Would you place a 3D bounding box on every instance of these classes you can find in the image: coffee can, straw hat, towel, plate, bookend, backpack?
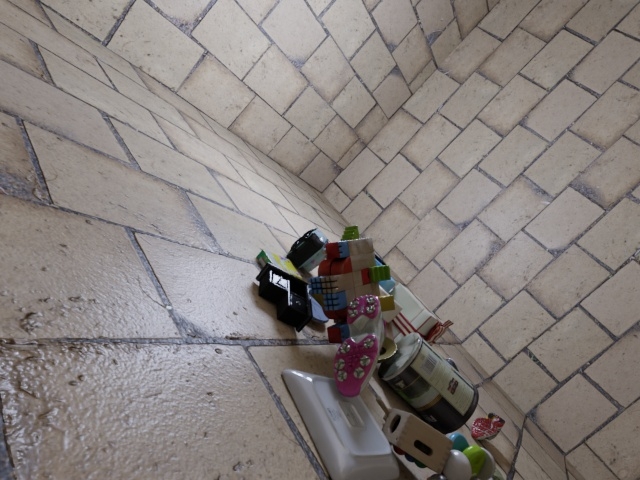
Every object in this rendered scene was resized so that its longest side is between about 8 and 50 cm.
[{"bbox_3d":[0.364,0.482,1.398,0.275,0.201,0.201,43,11,-1],"label":"coffee can"},{"bbox_3d":[0.198,0.400,1.450,0.144,0.144,0.061,-108,-170,-68],"label":"straw hat"},{"bbox_3d":[0.605,0.816,1.471,0.148,0.027,0.110,37,12,-30],"label":"towel"},{"bbox_3d":[0.059,0.420,0.958,0.278,0.045,0.277,31,17,-47],"label":"plate"},{"bbox_3d":[-0.109,0.164,1.198,0.157,0.072,0.156,31,23,-21],"label":"bookend"},{"bbox_3d":[-0.039,0.035,1.719,0.144,0.166,0.188,43,14,-8],"label":"backpack"}]

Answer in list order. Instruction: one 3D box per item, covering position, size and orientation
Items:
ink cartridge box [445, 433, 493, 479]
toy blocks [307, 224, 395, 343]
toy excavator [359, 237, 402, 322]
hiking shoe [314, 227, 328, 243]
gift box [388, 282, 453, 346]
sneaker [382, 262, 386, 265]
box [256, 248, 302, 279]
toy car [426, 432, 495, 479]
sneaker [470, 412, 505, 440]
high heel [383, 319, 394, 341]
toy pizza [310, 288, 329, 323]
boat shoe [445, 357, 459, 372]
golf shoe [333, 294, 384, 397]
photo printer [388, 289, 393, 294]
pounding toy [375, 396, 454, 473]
[{"bbox_3d":[0.427,0.683,1.172,0.148,0.086,0.203,39,11,-26],"label":"ink cartridge box"},{"bbox_3d":[0.073,0.146,1.264,0.260,0.190,0.382,-6,88,-52],"label":"toy blocks"},{"bbox_3d":[0.227,0.190,1.768,0.445,0.222,0.433,45,5,34],"label":"toy excavator"},{"bbox_3d":[0.000,0.000,2.194,0.114,0.086,0.227,42,10,11],"label":"hiking shoe"},{"bbox_3d":[0.417,0.378,1.844,0.276,0.255,0.258,27,17,-44],"label":"gift box"},{"bbox_3d":[0.191,0.108,2.123,0.281,0.107,0.162,2,23,-11],"label":"sneaker"},{"bbox_3d":[-0.138,0.099,1.456,0.179,0.043,0.105,25,21,-52],"label":"box"},{"bbox_3d":[0.334,0.571,1.037,0.159,0.182,0.136,13,20,-34],"label":"toy car"},{"bbox_3d":[0.697,0.798,1.711,0.225,0.093,0.088,9,14,-42],"label":"sneaker"},{"bbox_3d":[0.297,0.398,1.690,0.082,0.117,0.244,32,16,-47],"label":"high heel"},{"bbox_3d":[-0.049,0.207,1.386,0.201,0.032,0.201,39,15,-13],"label":"toy pizza"},{"bbox_3d":[0.517,0.585,1.658,0.075,0.206,0.064,1,-1,41],"label":"boat shoe"},{"bbox_3d":[0.121,0.291,1.090,0.140,0.115,0.306,63,32,-32],"label":"golf shoe"},{"bbox_3d":[0.260,0.211,2.280,0.307,0.107,0.256,37,13,-28],"label":"photo printer"},{"bbox_3d":[0.202,0.495,1.056,0.181,0.094,0.206,33,-20,0],"label":"pounding toy"}]
